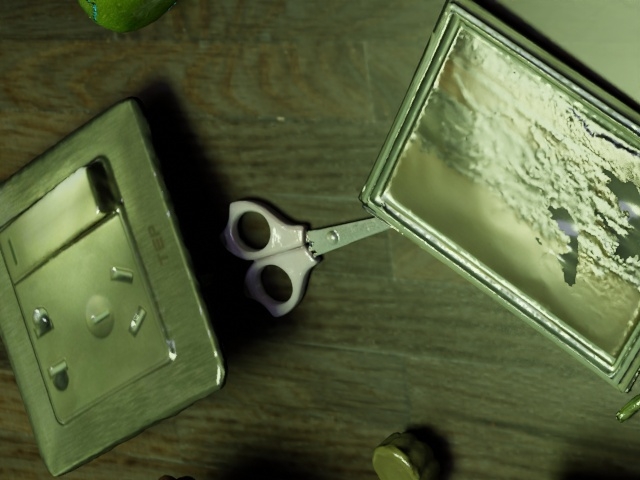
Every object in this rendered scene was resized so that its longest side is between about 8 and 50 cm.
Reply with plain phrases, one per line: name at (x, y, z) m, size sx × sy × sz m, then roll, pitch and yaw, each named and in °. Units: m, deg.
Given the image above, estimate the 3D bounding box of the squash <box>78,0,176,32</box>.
squash at (-0.077, -0.251, 1.418) m, size 0.331 × 0.087 × 0.087 m, roll -32°, pitch 87°, yaw 39°

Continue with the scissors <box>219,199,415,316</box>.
scissors at (0.000, 0.000, 1.502) m, size 0.189 × 0.015 × 0.100 m, roll -17°, pitch 98°, yaw 38°

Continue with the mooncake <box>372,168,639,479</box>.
mooncake at (0.124, 0.084, 1.391) m, size 0.150 × 0.057 × 0.347 m, roll 49°, pitch 132°, yaw -8°

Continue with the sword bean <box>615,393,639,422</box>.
sword bean at (0.238, 0.108, 1.363) m, size 0.083 × 0.012 × 0.012 m, roll -40°, pitch 81°, yaw 41°

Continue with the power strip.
power strip at (-0.175, 0.040, 1.599) m, size 0.257 × 0.092 × 0.251 m, roll -30°, pitch 80°, yaw 42°

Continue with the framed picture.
framed picture at (0.154, -0.032, 1.363) m, size 0.252 × 0.014 × 0.197 m, roll 36°, pitch 126°, yaw 18°

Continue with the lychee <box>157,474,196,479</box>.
lychee at (-0.104, 0.357, 1.530) m, size 0.306 × 0.306 × 0.330 m, roll 0°, pitch 114°, yaw 37°
